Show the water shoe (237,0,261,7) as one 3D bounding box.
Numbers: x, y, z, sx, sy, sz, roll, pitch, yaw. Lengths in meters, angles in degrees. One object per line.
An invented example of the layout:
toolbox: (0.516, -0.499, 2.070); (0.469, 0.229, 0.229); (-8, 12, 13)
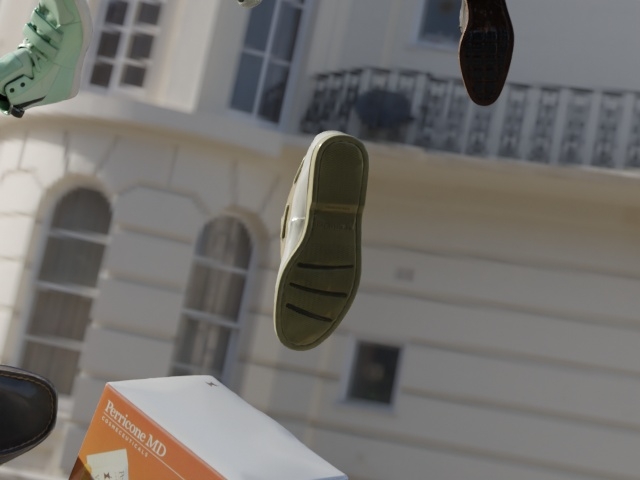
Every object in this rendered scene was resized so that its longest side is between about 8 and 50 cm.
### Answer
water shoe: (-0.086, -0.347, 1.461); (0.080, 0.073, 0.203); (1, -49, -16)

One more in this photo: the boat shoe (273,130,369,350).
boat shoe: (0.000, 0.000, 1.861); (0.113, 0.302, 0.103); (14, 6, -14)

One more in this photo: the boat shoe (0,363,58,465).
boat shoe: (-0.424, 0.185, 1.346); (0.355, 0.132, 0.130); (-2, -5, -31)

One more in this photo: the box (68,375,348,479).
box: (-0.156, 0.341, 1.394); (0.215, 0.345, 0.168); (32, 16, 33)

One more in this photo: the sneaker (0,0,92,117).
sneaker: (-0.438, -0.294, 2.068); (0.094, 0.151, 0.256); (43, -39, 25)

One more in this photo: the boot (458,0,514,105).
boot: (0.240, -0.303, 1.961); (0.082, 0.219, 0.106); (0, 3, 7)
